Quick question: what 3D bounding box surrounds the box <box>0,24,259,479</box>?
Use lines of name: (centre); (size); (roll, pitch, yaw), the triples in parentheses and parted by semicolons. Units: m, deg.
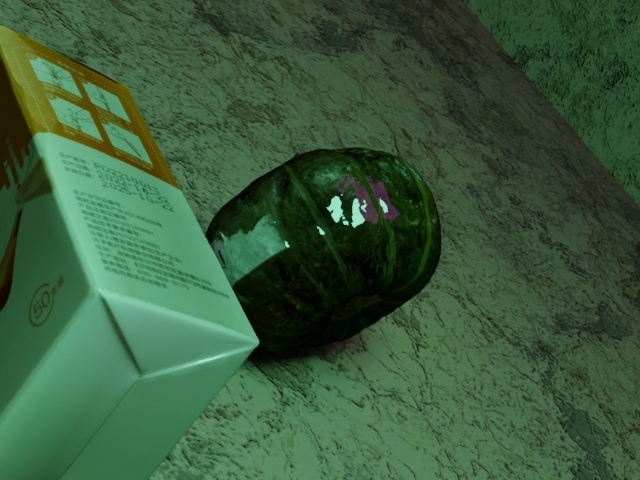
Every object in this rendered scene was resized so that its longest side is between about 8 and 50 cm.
box: (-0.216, 0.023, 0.949); (0.143, 0.225, 0.341); (21, 26, -42)

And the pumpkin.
pumpkin: (-0.001, -0.003, 1.282); (0.260, 0.260, 0.189); (-1, 62, -54)
